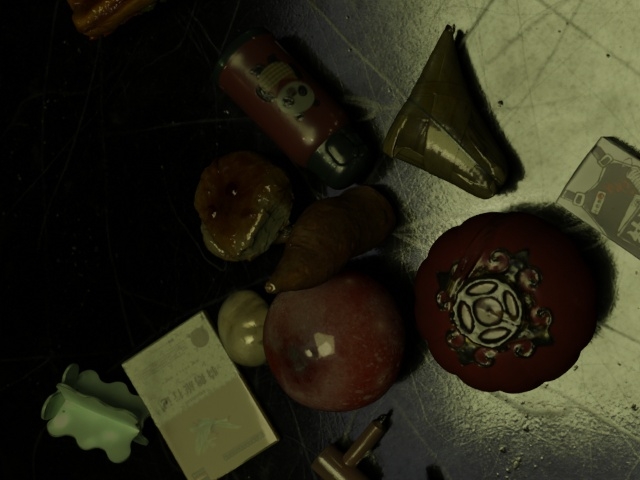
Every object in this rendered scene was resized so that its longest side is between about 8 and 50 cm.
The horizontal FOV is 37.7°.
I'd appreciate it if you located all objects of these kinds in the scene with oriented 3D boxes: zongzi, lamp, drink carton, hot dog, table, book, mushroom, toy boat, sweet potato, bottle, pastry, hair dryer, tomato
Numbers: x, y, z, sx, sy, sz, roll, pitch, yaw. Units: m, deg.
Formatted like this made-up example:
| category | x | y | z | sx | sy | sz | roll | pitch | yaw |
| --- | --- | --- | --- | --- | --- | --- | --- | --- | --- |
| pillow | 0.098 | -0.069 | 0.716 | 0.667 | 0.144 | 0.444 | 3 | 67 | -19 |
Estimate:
| category | x | y | z | sx | sy | sz | roll | pitch | yaw |
| --- | --- | --- | --- | --- | --- | --- | --- | --- | --- |
| zongzi | 0.257 | -0.220 | 1.625 | 0.228 | 0.115 | 0.256 | 28 | 96 | 16 |
| lamp | 0.302 | 0.101 | 1.545 | 0.303 | 0.257 | 0.303 | 2 | 94 | 23 |
| drink carton | 0.515 | -0.059 | 1.519 | 0.222 | 0.102 | 0.134 | 38 | 111 | 18 |
| hot dog | -0.361 | -0.532 | 1.864 | 0.349 | 0.117 | 0.158 | -30 | 77 | 26 |
| table | -0.460 | 0.371 | 1.983 | 0.198 | 0.166 | 0.166 | 19 | 103 | 14 |
| book | -0.248 | 0.329 | 1.921 | 0.217 | 0.021 | 0.310 | -33 | 81 | 9 |
| mushroom | -0.133 | 0.171 | 1.832 | 0.154 | 0.122 | 0.154 | 37 | 132 | 57 |
| toy boat | -0.085 | -0.018 | 1.824 | 0.149 | 0.047 | 0.049 | -9 | 92 | 25 |
| sweet potato | 0.002 | 0.000 | 1.631 | 0.131 | 0.336 | 0.131 | 14 | 117 | 30 |
| bottle | -0.041 | -0.236 | 1.736 | 0.336 | 0.144 | 0.144 | 46 | 111 | 11 |
| pastry | -0.146 | -0.070 | 1.790 | 0.229 | 0.100 | 0.218 | -25 | 64 | 23 |
| hair dryer | 0.077 | 0.405 | 1.790 | 0.117 | 0.064 | 0.182 | 41 | 104 | 15 |
| tomato | 0.020 | 0.181 | 1.697 | 0.270 | 0.227 | 0.270 | 6 | 101 | 32 |
